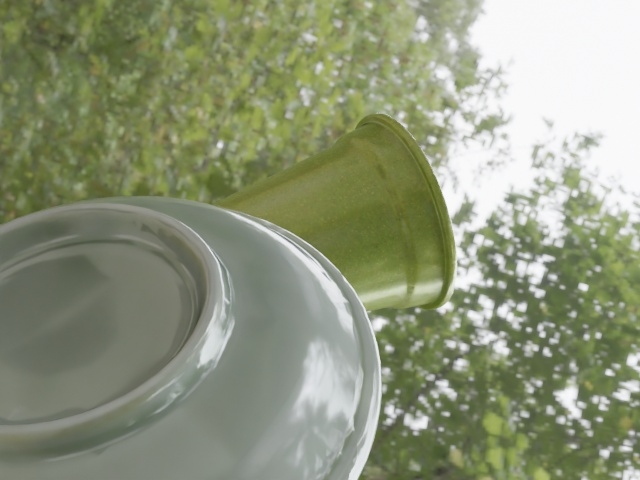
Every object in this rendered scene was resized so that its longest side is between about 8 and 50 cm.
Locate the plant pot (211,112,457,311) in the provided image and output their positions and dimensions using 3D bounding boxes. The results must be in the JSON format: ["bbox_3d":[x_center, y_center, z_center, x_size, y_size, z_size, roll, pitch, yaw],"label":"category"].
[{"bbox_3d":[0.000,0.000,1.465,0.276,0.254,0.276,53,-26,40],"label":"plant pot"}]

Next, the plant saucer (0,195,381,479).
[{"bbox_3d":[-0.161,0.077,0.741,0.400,0.400,0.100,-121,-162,-47],"label":"plant saucer"}]
